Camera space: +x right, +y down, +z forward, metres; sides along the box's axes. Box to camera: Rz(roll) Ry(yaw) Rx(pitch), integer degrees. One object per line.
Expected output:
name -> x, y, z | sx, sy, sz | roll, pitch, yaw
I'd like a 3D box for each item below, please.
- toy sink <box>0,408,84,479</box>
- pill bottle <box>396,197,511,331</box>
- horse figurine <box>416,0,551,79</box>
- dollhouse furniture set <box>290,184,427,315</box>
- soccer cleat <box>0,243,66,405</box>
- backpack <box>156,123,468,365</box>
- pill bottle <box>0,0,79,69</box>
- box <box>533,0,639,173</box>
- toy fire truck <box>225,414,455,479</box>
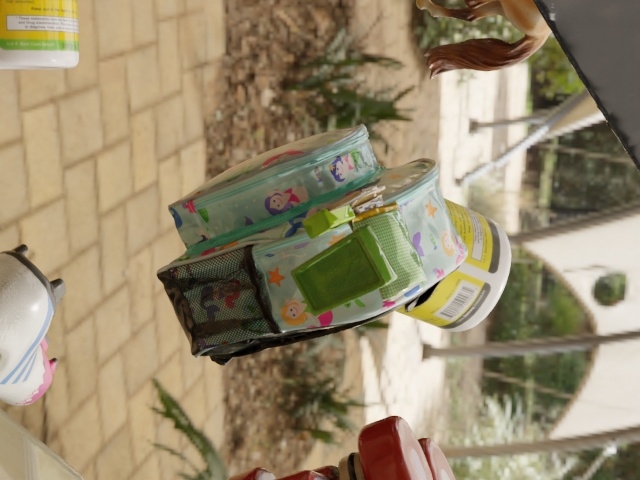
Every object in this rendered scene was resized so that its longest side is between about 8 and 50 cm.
toy sink -> -0.299, 0.198, 0.807 | 0.234, 0.153, 0.131 | 49, 1, -27
pill bottle -> 0.099, 0.001, 1.614 | 0.188, 0.334, 0.187 | -43, -144, 41
horse figurine -> 0.177, -0.258, 0.961 | 0.066, 0.175, 0.263 | -35, 143, -61
dollhouse furniture set -> 0.042, 0.001, 0.719 | 0.152, 0.059, 0.076 | -24, 86, -59
soccer cleat -> -0.364, 0.119, 1.180 | 0.143, 0.116, 0.331 | -43, 171, -30
backpack -> 0.000, 0.000, 1.020 | 0.225, 0.254, 0.191 | -30, 107, -53
pill bottle -> -0.331, -0.308, 1.170 | 0.136, 0.136, 0.245 | -26, 117, -73
box -> 0.250, -0.186, 0.667 | 0.296, 0.183, 0.294 | 44, 34, -41
toy fire truck -> 0.047, 0.306, 0.947 | 0.302, 0.169, 0.253 | 45, 25, -64
